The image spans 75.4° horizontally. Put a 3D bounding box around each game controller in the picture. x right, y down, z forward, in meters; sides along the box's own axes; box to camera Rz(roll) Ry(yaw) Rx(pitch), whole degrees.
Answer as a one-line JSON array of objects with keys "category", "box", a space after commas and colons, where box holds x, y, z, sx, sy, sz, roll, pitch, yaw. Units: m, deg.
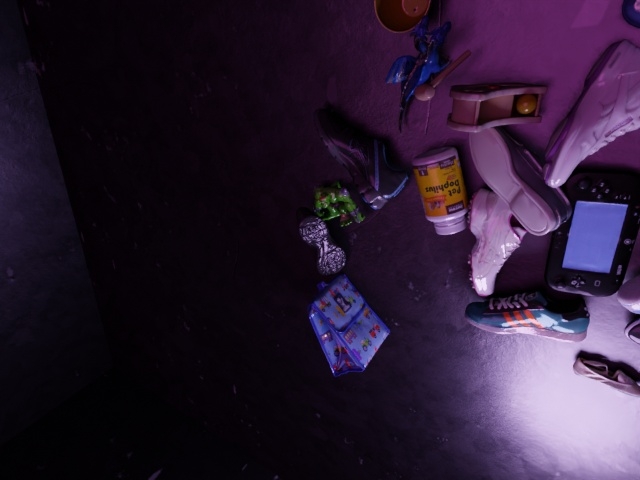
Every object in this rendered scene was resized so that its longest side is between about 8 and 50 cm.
[{"category": "game controller", "box": [0.640, -0.011, 0.975, 0.166, 0.067, 0.319, 12, 120, 29]}]

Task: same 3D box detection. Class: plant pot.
[{"category": "plant pot", "box": [0.206, -0.558, 0.963, 0.134, 0.095, 0.134, 16, 122, 28]}]

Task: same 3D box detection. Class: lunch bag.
[{"category": "lunch bag", "box": [0.072, 0.265, 1.405, 0.138, 0.221, 0.293, -27, 97, 40]}]

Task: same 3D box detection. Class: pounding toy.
[{"category": "pounding toy", "box": [0.352, -0.326, 0.896, 0.269, 0.154, 0.155, -3, 117, -2]}]

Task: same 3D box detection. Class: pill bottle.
[{"category": "pill bottle", "box": [0.322, -0.129, 1.095, 0.117, 0.117, 0.215, -7, 110, 36]}]

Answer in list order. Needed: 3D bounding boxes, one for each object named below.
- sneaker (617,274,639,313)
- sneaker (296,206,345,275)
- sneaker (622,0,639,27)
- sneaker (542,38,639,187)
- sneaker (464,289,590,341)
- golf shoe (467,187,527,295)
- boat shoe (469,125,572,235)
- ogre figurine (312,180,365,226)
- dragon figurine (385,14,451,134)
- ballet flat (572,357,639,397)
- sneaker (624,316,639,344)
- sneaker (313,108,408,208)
[{"category": "sneaker", "box": [0.791, 0.081, 0.924, 0.086, 0.085, 0.237, 26, 127, -21]}, {"category": "sneaker", "box": [0.000, 0.000, 1.391, 0.130, 0.109, 0.286, -119, 5, -52]}, {"category": "sneaker", "box": [0.684, -0.420, 0.689, 0.296, 0.131, 0.112, 9, 120, 32]}, {"category": "sneaker", "box": [0.574, -0.235, 0.836, 0.152, 0.114, 0.305, 29, 108, 10]}, {"category": "sneaker", "box": [0.550, 0.184, 1.120, 0.302, 0.108, 0.121, 3, 115, 24]}, {"category": "golf shoe", "box": [0.462, 0.016, 1.084, 0.140, 0.115, 0.306, 5, 117, 29]}, {"category": "boat shoe", "box": [0.468, -0.163, 0.982, 0.116, 0.099, 0.319, 105, 141, -64]}, {"category": "ogre figurine", "box": [0.043, -0.118, 1.312, 0.197, 0.097, 0.118, 36, 152, 57]}, {"category": "dragon figurine", "box": [0.220, -0.395, 0.999, 0.085, 0.144, 0.289, 49, 131, 19]}, {"category": "ballet flat", "box": [0.764, 0.359, 1.094, 0.168, 0.057, 0.052, 16, 112, 27]}, {"category": "sneaker", "box": [0.843, 0.253, 0.955, 0.234, 0.097, 0.084, 20, 123, 25]}, {"category": "sneaker", "box": [0.111, -0.258, 1.197, 0.139, 0.125, 0.341, -38, 86, 13]}]
